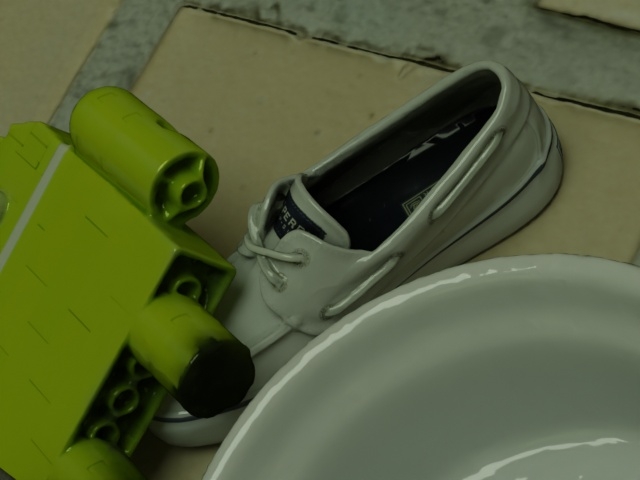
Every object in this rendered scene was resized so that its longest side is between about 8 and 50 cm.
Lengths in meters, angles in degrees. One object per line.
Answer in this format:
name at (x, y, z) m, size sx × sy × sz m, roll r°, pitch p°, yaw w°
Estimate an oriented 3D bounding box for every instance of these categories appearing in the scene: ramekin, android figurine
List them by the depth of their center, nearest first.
ramekin at (0.088, 0.157, 0.777) m, size 0.277 × 0.135 × 0.277 m, roll -13°, pitch 54°, yaw 20°
android figurine at (-0.142, 0.041, 0.981) m, size 0.273 × 0.056 × 0.248 m, roll 41°, pitch 104°, yaw 44°

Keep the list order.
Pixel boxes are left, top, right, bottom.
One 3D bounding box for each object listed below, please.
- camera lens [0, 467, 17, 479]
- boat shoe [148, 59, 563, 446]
camera lens at (-0.166, 0.207, 0.787) m, size 0.219 × 0.274 × 0.219 m, roll -13°, pitch 55°, yaw 20°
boat shoe at (0.000, 0.000, 0.955) m, size 0.258 × 0.084 × 0.095 m, roll -40°, pitch 51°, yaw -1°
